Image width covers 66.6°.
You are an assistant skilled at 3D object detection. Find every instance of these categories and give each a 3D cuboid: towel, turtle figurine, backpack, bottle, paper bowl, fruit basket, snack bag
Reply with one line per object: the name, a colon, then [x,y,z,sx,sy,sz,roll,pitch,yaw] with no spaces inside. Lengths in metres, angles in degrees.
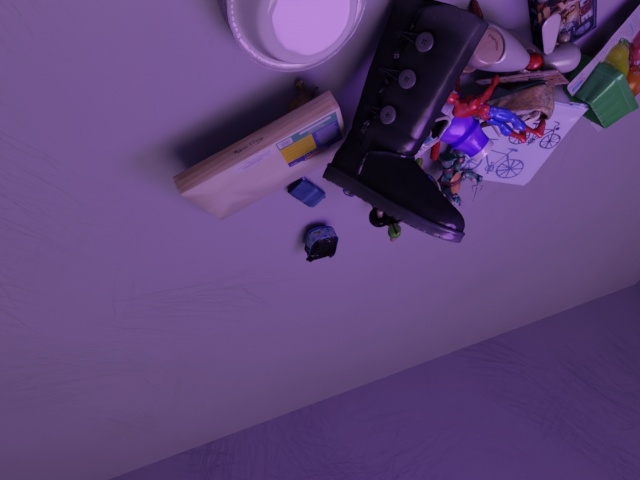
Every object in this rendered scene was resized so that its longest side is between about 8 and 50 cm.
towel: [-0.040,-0.141,1.423,0.067,0.029,0.119,-39,143,17]
turtle figurine: [0.418,-0.180,1.495,0.175,0.118,0.234,-51,141,-33]
backpack: [0.000,0.000,1.576,0.104,0.084,0.114,-12,147,-20]
bottle: [0.321,-0.318,1.246,0.282,0.092,0.118,39,105,-11]
paper bowl: [-0.044,-0.457,0.923,0.283,0.148,0.284,-16,143,-12]
fruit basket: [0.900,-0.533,1.446,0.326,0.165,0.353,18,110,-45]
snack bag: [0.576,-0.309,1.488,0.322,0.037,0.343,6,141,-14]

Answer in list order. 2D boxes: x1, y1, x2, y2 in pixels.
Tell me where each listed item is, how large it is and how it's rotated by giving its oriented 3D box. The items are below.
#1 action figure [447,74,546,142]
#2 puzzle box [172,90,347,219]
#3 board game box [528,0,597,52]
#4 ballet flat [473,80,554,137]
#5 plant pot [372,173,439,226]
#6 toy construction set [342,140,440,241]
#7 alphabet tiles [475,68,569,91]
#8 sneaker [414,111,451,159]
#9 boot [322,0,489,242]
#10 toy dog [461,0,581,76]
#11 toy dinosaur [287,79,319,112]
action figure: [0.416,-0.341,1.183,0.280,0.139,0.091,10,170,-24]
puzzle box: [-0.124,-0.193,1.202,0.408,0.052,0.272,-28,167,2]
board game box: [0.622,-0.598,1.248,0.165,0.042,0.243,-34,144,10]
ballet flat: [0.449,-0.326,1.320,0.348,0.123,0.123,-13,149,20]
plant pot: [0.271,-0.140,1.519,0.165,0.167,0.167,-13,143,-31]
toy construction set: [0.210,-0.215,1.302,0.309,0.257,0.237,-42,156,-15]
alphabet tiles: [0.552,-0.425,1.316,0.198,0.009,0.237,3,-172,34]
sneaker: [0.235,-0.238,1.167,0.071,0.083,0.191,42,96,-18]
boot: [0.240,-0.265,1.063,0.446,0.366,0.146,-64,160,12]
toy dog: [0.468,-0.495,1.192,0.333,0.220,0.161,-7,102,-32]
toy dinosaur: [-0.037,-0.318,1.198,0.092,0.053,0.183,0,135,-11]
